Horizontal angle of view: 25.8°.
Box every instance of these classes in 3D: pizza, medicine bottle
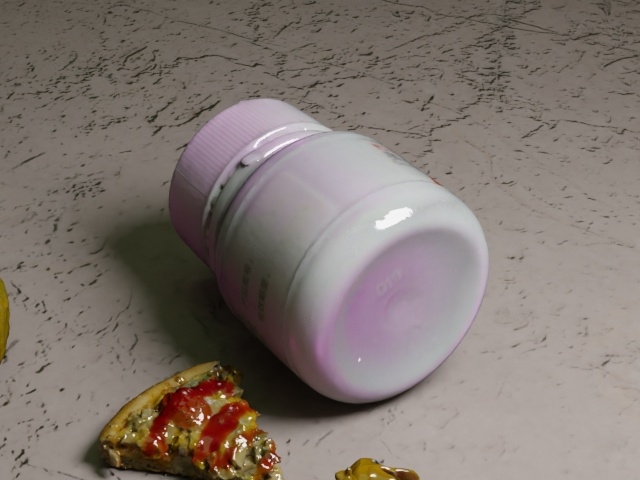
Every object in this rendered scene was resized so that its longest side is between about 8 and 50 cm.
[{"bbox_3d":[-0.107,0.193,1.405,0.199,0.062,0.188,25,40,26],"label":"pizza"},{"bbox_3d":[0.000,0.000,1.543,0.256,0.256,0.325,-17,36,-30],"label":"medicine bottle"}]

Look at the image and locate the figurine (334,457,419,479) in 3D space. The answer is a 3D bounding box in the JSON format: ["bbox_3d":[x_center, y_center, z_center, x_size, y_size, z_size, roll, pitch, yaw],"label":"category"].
[{"bbox_3d":[0.021,0.260,1.304,0.122,0.121,0.176,-14,11,22],"label":"figurine"}]

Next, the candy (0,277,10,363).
[{"bbox_3d":[-0.458,0.087,1.481,0.260,0.118,0.260,8,31,-5],"label":"candy"}]
